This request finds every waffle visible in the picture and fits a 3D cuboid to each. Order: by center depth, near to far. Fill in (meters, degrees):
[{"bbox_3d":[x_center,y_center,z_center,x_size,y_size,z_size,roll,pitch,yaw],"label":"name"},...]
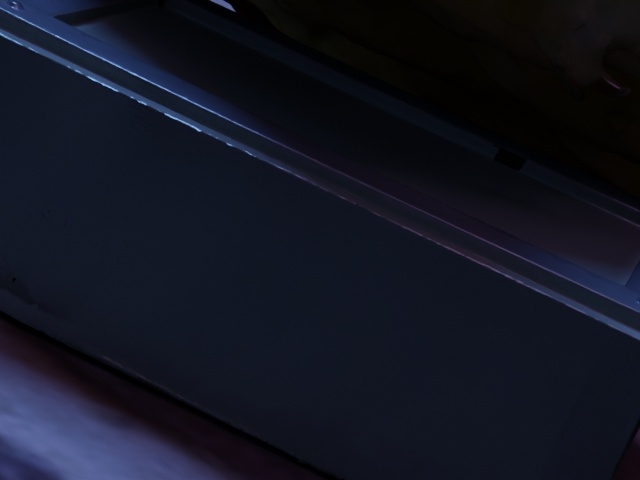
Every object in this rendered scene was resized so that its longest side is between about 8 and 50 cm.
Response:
[{"bbox_3d":[0.042,-0.096,0.628,0.304,0.077,0.348,28,-6,43],"label":"waffle"}]

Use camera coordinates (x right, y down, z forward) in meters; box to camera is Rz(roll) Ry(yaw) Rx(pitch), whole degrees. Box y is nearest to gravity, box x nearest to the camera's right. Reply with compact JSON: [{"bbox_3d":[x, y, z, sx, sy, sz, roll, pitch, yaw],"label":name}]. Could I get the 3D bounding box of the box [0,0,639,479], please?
[{"bbox_3d":[0.000,0.000,0.512,0.225,0.086,0.129,26,19,11],"label":"box"}]
